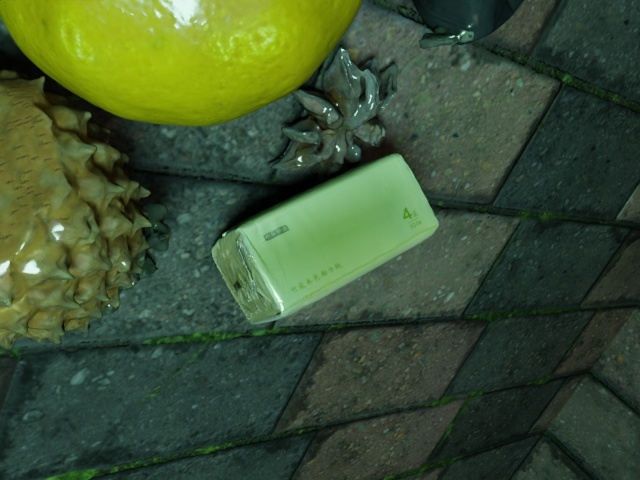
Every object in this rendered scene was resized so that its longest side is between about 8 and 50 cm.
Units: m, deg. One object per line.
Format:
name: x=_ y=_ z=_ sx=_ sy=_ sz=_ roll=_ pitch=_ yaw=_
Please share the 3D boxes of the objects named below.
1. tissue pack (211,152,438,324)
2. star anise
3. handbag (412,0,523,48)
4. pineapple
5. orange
tissue pack: x=0.000 y=0.000 z=0.876 sx=0.234 sy=0.125 sz=0.159 roll=-28 pitch=179 yaw=-21
star anise: x=0.026 y=-0.139 z=0.866 sx=0.195 sy=0.065 sz=0.182 roll=-5 pitch=133 yaw=-50
handbag: x=0.145 y=-0.369 z=0.674 sx=0.275 sy=0.178 sz=0.301 roll=-43 pitch=147 yaw=-29
pineapple: x=-0.243 y=-0.002 z=0.637 sx=0.223 sy=0.223 sz=0.357 roll=-42 pitch=167 yaw=-4
orange: x=-0.101 y=-0.218 z=0.504 sx=0.279 sy=0.279 sz=0.235 roll=-35 pitch=155 yaw=-13
